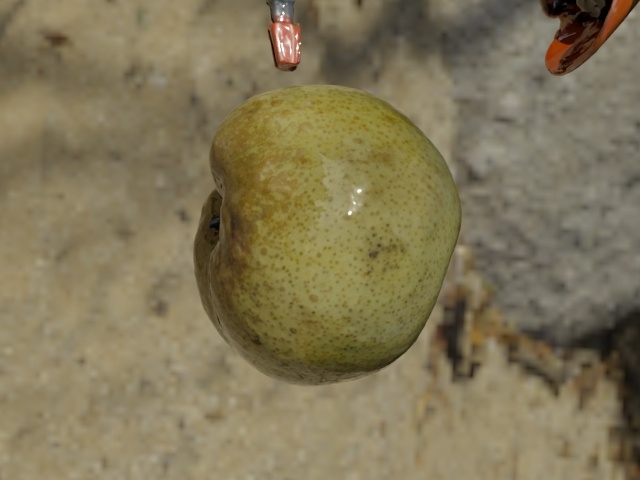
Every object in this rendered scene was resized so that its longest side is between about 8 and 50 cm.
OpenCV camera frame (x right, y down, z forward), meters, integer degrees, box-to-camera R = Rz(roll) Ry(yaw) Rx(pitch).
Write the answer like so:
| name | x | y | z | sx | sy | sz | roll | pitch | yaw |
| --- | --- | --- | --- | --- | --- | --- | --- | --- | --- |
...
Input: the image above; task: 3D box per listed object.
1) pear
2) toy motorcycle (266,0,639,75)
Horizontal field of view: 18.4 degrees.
| name | x | y | z | sx | sy | sz | roll | pitch | yaw |
| --- | --- | --- | --- | --- | --- | --- | --- | --- | --- |
| pear | 0.000 | 0.000 | 1.083 | 0.167 | 0.136 | 0.167 | -175 | -90 | -76 |
| toy motorcycle | 0.082 | -0.206 | 1.139 | 0.148 | 0.325 | 0.221 | 138 | -51 | -62 |
